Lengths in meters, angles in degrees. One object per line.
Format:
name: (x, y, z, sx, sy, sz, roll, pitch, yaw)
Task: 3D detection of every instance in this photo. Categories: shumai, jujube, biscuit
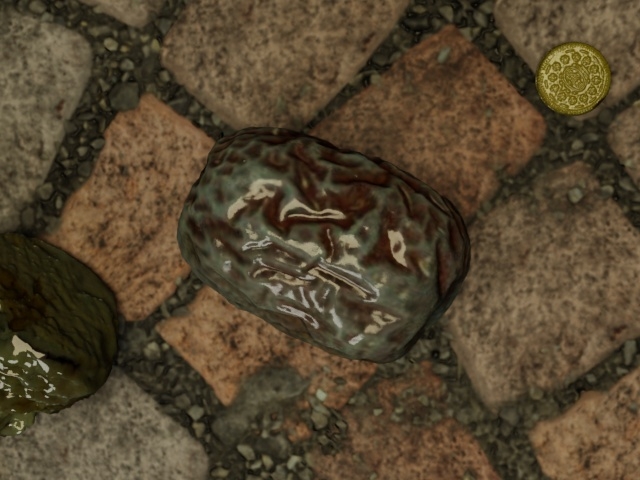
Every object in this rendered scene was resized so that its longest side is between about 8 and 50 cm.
shumai: (-0.380, 0.124, 1.342, 0.256, 0.189, 0.218, 27, 117, -13)
jujube: (0.000, 0.000, 1.254, 0.317, 0.226, 0.226, 27, 99, 8)
biscuit: (0.284, -0.182, 1.289, 0.084, 0.023, 0.084, 1, 96, 6)
